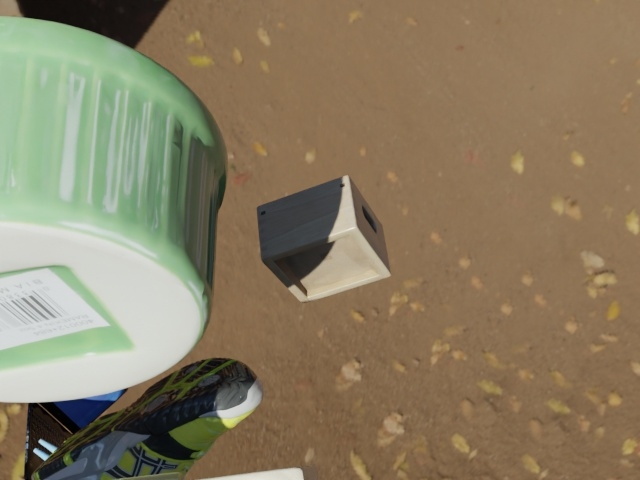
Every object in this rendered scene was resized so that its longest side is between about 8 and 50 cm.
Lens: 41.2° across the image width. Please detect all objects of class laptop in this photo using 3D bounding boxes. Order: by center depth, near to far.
[{"bbox_3d":[-0.497,0.391,1.765,0.136,0.234,0.264,-12,55,3],"label":"laptop"}]

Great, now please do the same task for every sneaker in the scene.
[{"bbox_3d":[-0.218,0.286,1.176,0.147,0.385,0.145,56,26,-8],"label":"sneaker"}]

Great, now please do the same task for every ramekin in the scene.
[{"bbox_3d":[-0.217,0.001,0.625,0.303,0.303,0.148,-3,56,-6],"label":"ramekin"}]

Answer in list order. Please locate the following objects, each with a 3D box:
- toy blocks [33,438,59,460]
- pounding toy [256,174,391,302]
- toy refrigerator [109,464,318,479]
[{"bbox_3d":[-0.403,0.391,1.365,0.148,0.123,0.054,32,19,4],"label":"toy blocks"},{"bbox_3d":[0.000,0.000,0.959,0.130,0.141,0.100,-18,54,16],"label":"pounding toy"},{"bbox_3d":[-0.134,0.200,0.549,0.269,0.102,0.094,-9,76,3],"label":"toy refrigerator"}]
